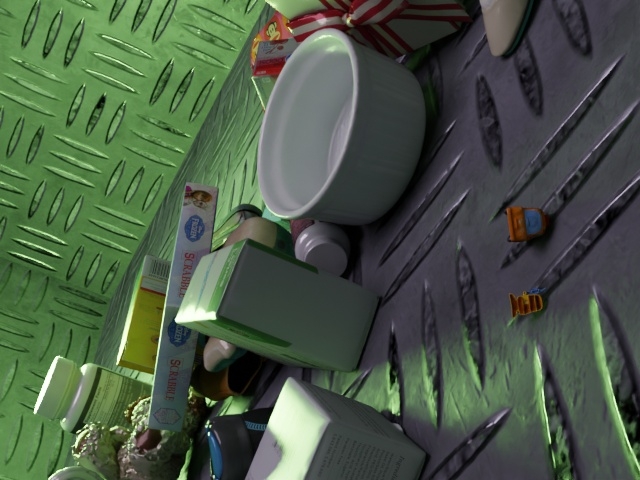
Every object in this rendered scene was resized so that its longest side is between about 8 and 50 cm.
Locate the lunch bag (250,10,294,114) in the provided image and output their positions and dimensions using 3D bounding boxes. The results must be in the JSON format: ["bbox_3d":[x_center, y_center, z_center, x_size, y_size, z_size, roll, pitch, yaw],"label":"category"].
[{"bbox_3d":[-0.007,-0.303,1.736,0.293,0.120,0.258,-30,72,57],"label":"lunch bag"}]

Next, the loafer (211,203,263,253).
[{"bbox_3d":[-0.214,0.028,2.111,0.267,0.096,0.084,-51,28,38],"label":"loafer"}]

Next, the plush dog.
[{"bbox_3d":[-0.313,0.382,1.869,0.262,0.211,0.225,-14,34,36],"label":"plush dog"}]

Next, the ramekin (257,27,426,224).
[{"bbox_3d":[0.030,-0.153,1.386,0.277,0.135,0.277,-31,52,51],"label":"ramekin"}]

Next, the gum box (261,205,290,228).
[{"bbox_3d":[-0.052,-0.100,1.847,0.157,0.041,0.184,-70,16,-9],"label":"gum box"}]

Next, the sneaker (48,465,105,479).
[{"bbox_3d":[-0.409,0.547,1.789,0.110,0.292,0.118,-32,22,-13],"label":"sneaker"}]

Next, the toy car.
[{"bbox_3d":[0.203,0.019,0.918,0.040,0.060,0.122,-9,69,20],"label":"toy car"}]

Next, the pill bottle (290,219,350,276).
[{"bbox_3d":[0.000,0.000,1.466,0.086,0.086,0.152,-61,17,20],"label":"pill bottle"}]

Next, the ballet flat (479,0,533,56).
[{"bbox_3d":[0.238,-0.353,1.188,0.248,0.086,0.086,-69,16,-5],"label":"ballet flat"}]

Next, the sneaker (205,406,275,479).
[{"bbox_3d":[-0.070,0.292,1.273,0.341,0.139,0.125,107,152,-75],"label":"sneaker"}]

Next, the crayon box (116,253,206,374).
[{"bbox_3d":[-0.294,0.180,1.948,0.318,0.202,0.081,-89,21,-53],"label":"crayon box"}]

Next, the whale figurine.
[{"bbox_3d":[-0.111,0.096,1.589,0.216,0.141,0.272,-39,32,49],"label":"whale figurine"}]

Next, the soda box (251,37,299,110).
[{"bbox_3d":[-0.033,-0.212,1.593,0.263,0.092,0.083,68,-157,-51],"label":"soda box"}]

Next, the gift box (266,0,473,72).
[{"bbox_3d":[0.096,-0.405,1.435,0.255,0.276,0.258,-20,44,51],"label":"gift box"}]

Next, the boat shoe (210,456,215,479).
[{"bbox_3d":[-0.160,0.385,1.545,0.046,0.038,0.125,-60,18,25],"label":"boat shoe"}]

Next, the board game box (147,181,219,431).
[{"bbox_3d":[-0.245,0.118,1.711,0.319,0.066,0.318,-89,12,-48],"label":"board game box"}]

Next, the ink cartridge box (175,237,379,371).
[{"bbox_3d":[-0.070,0.097,1.351,0.117,0.201,0.278,-70,16,-12],"label":"ink cartridge box"}]

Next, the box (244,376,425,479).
[{"bbox_3d":[0.003,0.267,1.037,0.182,0.119,0.181,-68,16,0],"label":"box"}]

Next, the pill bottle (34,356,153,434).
[{"bbox_3d":[-0.487,0.374,2.163,0.161,0.283,0.161,-57,19,31],"label":"pill bottle"}]

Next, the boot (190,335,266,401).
[{"bbox_3d":[-0.143,0.151,1.735,0.211,0.104,0.295,-24,47,58],"label":"boot"}]
